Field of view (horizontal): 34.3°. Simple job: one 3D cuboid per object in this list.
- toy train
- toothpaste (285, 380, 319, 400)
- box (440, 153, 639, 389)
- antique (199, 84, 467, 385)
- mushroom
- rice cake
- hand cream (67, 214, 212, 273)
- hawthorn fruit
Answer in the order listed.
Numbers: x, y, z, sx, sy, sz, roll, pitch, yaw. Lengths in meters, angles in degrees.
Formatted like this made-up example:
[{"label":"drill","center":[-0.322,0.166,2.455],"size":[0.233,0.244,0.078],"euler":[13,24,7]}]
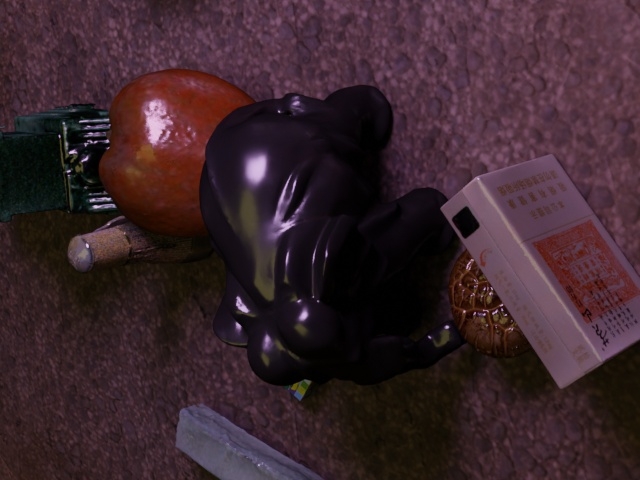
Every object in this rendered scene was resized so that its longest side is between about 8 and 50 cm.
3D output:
[{"label":"toy train","center":[-0.372,-0.104,1.354],"size":[0.330,0.178,0.139],"euler":[13,110,60]},{"label":"toothpaste","center":[0.000,0.117,1.233],"size":[0.046,0.034,0.164],"euler":[40,122,22]},{"label":"box","center":[0.219,0.023,0.966],"size":[0.058,0.141,0.201],"euler":[-44,71,42]},{"label":"antique","center":[0.000,0.000,1.059],"size":[0.185,0.255,0.322],"euler":[-35,76,36]},{"label":"mushroom","center":[0.181,0.054,1.038],"size":[0.109,0.085,0.126],"euler":[-46,56,39]},{"label":"rice cake","center":[-0.050,0.303,1.295],"size":[0.336,0.063,0.066],"euler":[26,114,33]},{"label":"hand cream","center":[-0.225,0.003,1.281],"size":[0.084,0.203,0.084],"euler":[11,108,38]},{"label":"hawthorn fruit","center":[-0.127,-0.097,1.211],"size":[0.251,0.199,0.199],"euler":[10,108,7]}]
